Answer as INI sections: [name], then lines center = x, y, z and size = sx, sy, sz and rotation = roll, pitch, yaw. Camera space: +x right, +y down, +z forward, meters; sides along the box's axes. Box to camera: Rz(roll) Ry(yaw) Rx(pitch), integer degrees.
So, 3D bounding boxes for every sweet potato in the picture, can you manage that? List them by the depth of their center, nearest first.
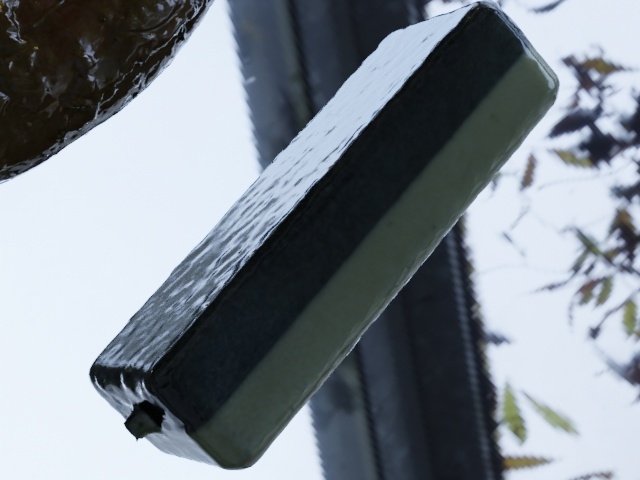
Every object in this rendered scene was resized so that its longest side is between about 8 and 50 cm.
[sweet potato]
center = -0.099, -0.114, 0.735
size = 0.109, 0.385, 0.109
rotation = 46, -20, 22

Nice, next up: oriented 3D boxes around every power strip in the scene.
[power strip]
center = 0.000, 0.000, 0.773
size = 0.070, 0.257, 0.105
rotation = 47, -19, -14
